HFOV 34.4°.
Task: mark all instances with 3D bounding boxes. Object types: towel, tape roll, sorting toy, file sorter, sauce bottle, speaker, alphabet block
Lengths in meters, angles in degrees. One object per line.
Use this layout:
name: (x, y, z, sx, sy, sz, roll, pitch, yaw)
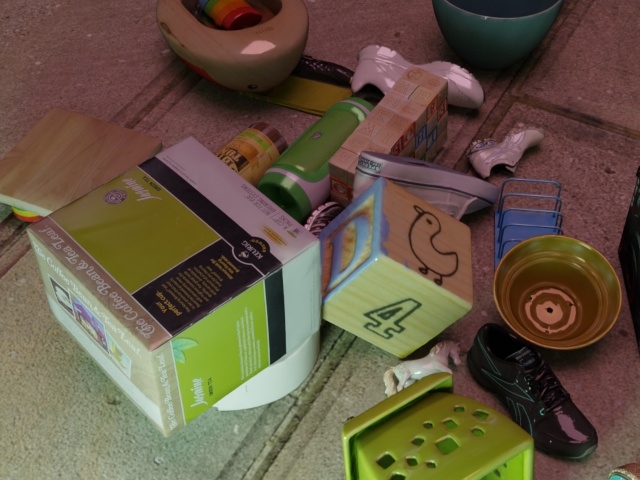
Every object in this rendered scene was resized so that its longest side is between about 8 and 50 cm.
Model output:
towel: (-0.052, -0.325, 2.249, 0.237, 0.021, 0.102, 17, 50, 15)
tape roll: (-0.140, 0.144, 1.756, 0.286, 0.100, 0.286, 0, 47, 0)
sorting toy: (-0.477, -0.121, 2.014, 0.255, 0.089, 0.257, 18, 50, 17)
file sorter: (0.384, -0.020, 1.902, 0.118, 0.104, 0.170, 4, 47, 5)
sauce bottle: (-0.201, -0.098, 1.976, 0.111, 0.111, 0.344, 28, 53, 24)
speaker: (0.003, -0.158, 2.020, 0.131, 0.131, 0.296, 25, 52, 22)
alphabet block: (0.120, 0.048, 1.731, 0.197, 0.193, 0.192, 28, 44, -23)

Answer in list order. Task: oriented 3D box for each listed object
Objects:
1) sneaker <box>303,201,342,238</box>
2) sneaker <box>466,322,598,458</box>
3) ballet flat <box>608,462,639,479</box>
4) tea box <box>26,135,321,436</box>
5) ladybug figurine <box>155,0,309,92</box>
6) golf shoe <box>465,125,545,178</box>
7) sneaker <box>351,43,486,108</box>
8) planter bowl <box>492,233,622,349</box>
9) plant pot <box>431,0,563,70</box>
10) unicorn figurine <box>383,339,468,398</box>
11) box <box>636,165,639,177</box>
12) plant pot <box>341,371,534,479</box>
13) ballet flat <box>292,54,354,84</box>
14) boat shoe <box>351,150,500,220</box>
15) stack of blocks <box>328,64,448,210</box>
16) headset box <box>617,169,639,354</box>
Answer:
sneaker: (0.000, 0.000, 1.916, 0.075, 0.063, 0.170, 27, 57, 24)
sneaker: (0.336, 0.239, 1.659, 0.101, 0.106, 0.267, -30, 55, -27)
ballet flat: (0.526, 0.400, 1.534, 0.067, 0.073, 0.206, -24, 53, -39)
tea box: (-0.221, 0.061, 1.615, 0.323, 0.220, 0.329, -32, 54, -27)
ladybug figurine: (-0.191, -0.460, 2.263, 0.305, 0.162, 0.449, -22, 44, -15)
golf shoe: (0.383, -0.172, 2.086, 0.176, 0.069, 0.086, -19, 70, -13)
sneaker: (0.204, -0.318, 2.203, 0.297, 0.111, 0.129, 15, 65, 18)
planter bowl: (0.400, 0.105, 1.781, 0.217, 0.090, 0.217, -1, 61, 2)
plant pot: (0.380, -0.493, 2.282, 0.290, 0.195, 0.290, 0, 47, 0)
unicorn figurine: (0.181, 0.217, 1.710, 0.162, 0.060, 0.111, -5, 48, -5)
box: (0.713, -0.101, 2.026, 0.116, 0.029, 0.162, -16, 50, -14)
plant pot: (0.155, 0.340, 1.490, 0.227, 0.228, 0.207, -27, 46, -21)
ballet flat: (0.010, -0.371, 2.286, 0.173, 0.049, 0.057, 19, 15, 13)
boat shoe: (0.190, -0.061, 1.899, 0.136, 0.156, 0.367, 25, 14, 39)
stack of blocks: (0.136, -0.175, 2.001, 0.087, 0.171, 0.297, 26, 59, 23)
headset box: (0.598, 0.052, 1.753, 0.110, 0.218, 0.293, 1, 47, 3)
